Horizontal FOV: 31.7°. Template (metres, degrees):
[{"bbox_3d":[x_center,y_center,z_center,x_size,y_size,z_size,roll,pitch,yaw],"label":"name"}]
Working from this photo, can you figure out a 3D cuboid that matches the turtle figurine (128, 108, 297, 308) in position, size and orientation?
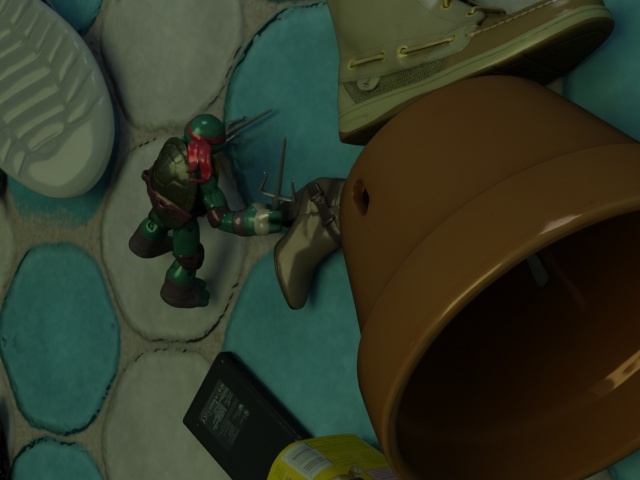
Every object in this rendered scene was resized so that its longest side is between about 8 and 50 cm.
[{"bbox_3d":[-0.116,-0.051,1.101,0.234,0.118,0.175,-61,35,37],"label":"turtle figurine"}]

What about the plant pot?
[{"bbox_3d":[0.139,0.020,0.808,0.291,0.291,0.203,-54,42,24],"label":"plant pot"}]

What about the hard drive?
[{"bbox_3d":[-0.075,0.188,1.120,0.135,0.022,0.094,42,114,32],"label":"hard drive"}]

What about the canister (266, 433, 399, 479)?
[{"bbox_3d":[0.049,0.234,0.953,0.170,0.126,0.073,30,107,38],"label":"canister"}]

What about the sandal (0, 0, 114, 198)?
[{"bbox_3d":[-0.360,-0.220,1.323,0.169,0.102,0.416,-44,72,12],"label":"sandal"}]

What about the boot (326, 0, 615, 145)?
[{"bbox_3d":[0.105,-0.210,0.946,0.262,0.095,0.203,-21,74,41],"label":"boot"}]

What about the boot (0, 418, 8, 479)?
[{"bbox_3d":[-0.486,0.236,1.427,0.229,0.091,0.263,-22,78,31],"label":"boot"}]

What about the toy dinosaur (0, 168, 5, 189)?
[{"bbox_3d":[-0.529,0.011,1.440,0.200,0.127,0.295,36,116,27],"label":"toy dinosaur"}]

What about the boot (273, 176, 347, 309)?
[{"bbox_3d":[0.000,0.000,1.055,0.087,0.042,0.118,-14,80,36],"label":"boot"}]
